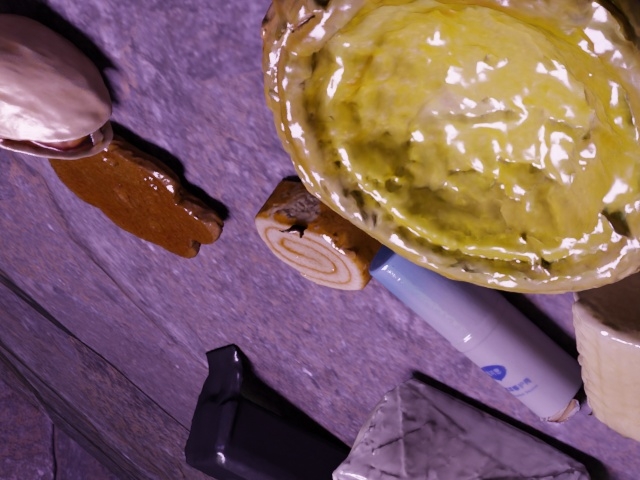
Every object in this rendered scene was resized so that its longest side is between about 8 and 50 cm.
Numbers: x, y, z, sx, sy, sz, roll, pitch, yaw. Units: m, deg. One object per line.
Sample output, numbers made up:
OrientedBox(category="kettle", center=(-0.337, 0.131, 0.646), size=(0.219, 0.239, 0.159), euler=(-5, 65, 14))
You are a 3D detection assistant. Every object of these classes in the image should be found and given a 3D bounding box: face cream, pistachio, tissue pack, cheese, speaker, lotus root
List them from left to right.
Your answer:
OrientedBox(category="pistachio", center=(-0.349, -0.178, 1.238), size=(0.229, 0.157, 0.157), euler=(24, 154, -3))
OrientedBox(category="speaker", center=(-0.051, 0.355, 1.798), size=(0.388, 0.184, 0.180), euler=(33, 157, -18))
OrientedBox(category="tissue pack", center=(0.190, 0.393, 1.467), size=(0.297, 0.207, 0.380), euler=(25, 152, 23))
OrientedBox(category="face cream", center=(0.168, 0.085, 1.134), size=(0.250, 0.077, 0.077), euler=(40, 153, -9))
OrientedBox(category="lotus root", center=(0.278, 0.184, 1.221), size=(0.037, 0.030, 0.083), euler=(3, 153, 0))
OrientedBox(category="cheese", center=(0.304, 0.108, 0.999), size=(0.123, 0.094, 0.167), euler=(27, 150, 39))

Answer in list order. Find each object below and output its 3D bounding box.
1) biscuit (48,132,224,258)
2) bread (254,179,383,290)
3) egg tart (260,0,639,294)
OrientedBox(category="biscuit", center=(-0.245, -0.070, 1.410), size=(0.290, 0.041, 0.208), euler=(23, 152, 22))
OrientedBox(category="bread", center=(0.000, 0.000, 1.199), size=(0.149, 0.073, 0.122), euler=(17, 150, 34))
OrientedBox(category="egg tart", center=(0.124, -0.108, 0.777), size=(0.345, 0.132, 0.345), euler=(17, 145, 12))
